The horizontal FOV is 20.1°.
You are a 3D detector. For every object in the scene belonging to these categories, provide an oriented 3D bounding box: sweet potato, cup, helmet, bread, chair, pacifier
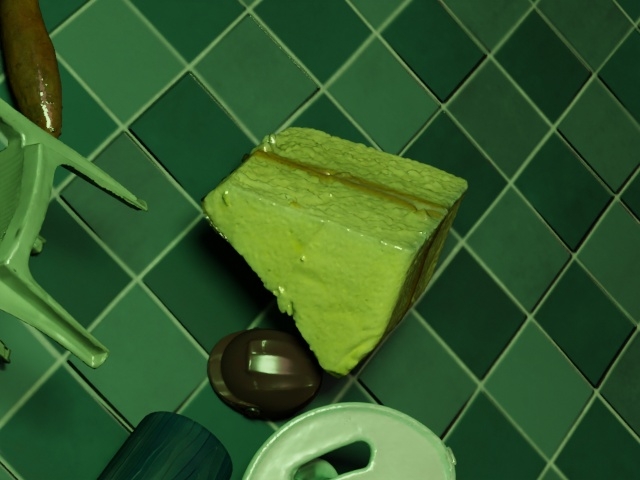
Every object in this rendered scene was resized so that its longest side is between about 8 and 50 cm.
[{"bbox_3d":[-0.308,-0.211,1.898,0.057,0.057,0.265,-1,69,-34],"label":"sweet potato"},{"bbox_3d":[-0.161,0.262,1.773,0.113,0.150,0.138,17,48,21],"label":"cup"},{"bbox_3d":[-0.050,0.136,1.913,0.123,0.070,0.098,15,63,-30],"label":"helmet"},{"bbox_3d":[0.000,0.000,1.962,0.236,0.198,0.263,26,25,10],"label":"bread"},{"bbox_3d":[-0.333,-0.012,1.695,0.274,0.190,0.203,43,47,-40],"label":"chair"},{"bbox_3d":[0.049,0.326,1.785,0.288,0.269,0.343,-24,81,-14],"label":"pacifier"}]
